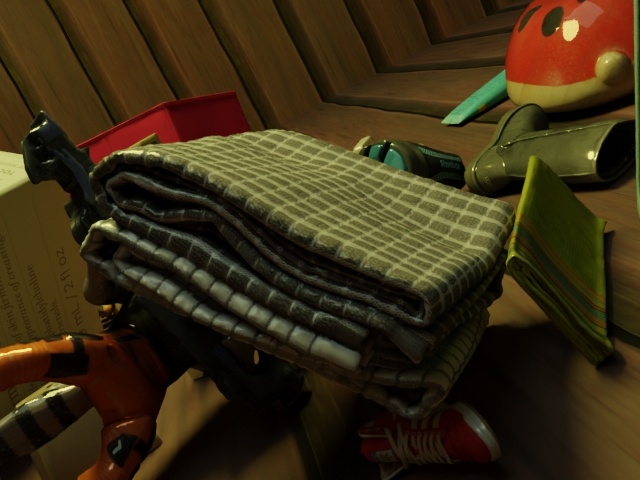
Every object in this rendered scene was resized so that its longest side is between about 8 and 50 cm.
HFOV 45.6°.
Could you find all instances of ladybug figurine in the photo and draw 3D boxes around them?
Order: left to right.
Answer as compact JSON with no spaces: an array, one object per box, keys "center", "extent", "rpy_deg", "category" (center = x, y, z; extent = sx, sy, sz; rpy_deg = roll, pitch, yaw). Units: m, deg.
[{"center":[0.435,-0.333,1.230],"extent":[0.305,0.161,0.449],"rpy_deg":[-23,16,16],"category":"ladybug figurine"}]

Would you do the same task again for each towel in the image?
[{"center":[0.000,0.000,0.591],"extent":[0.284,0.121,0.235],"rpy_deg":[23,18,19],"category":"towel"},{"center":[0.201,0.001,0.627],"extent":[0.021,0.102,0.237],"rpy_deg":[-39,7,30],"category":"towel"}]

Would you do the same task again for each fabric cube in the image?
[{"center":[-0.250,-0.082,1.311],"extent":[0.259,0.258,0.254],"rpy_deg":[-20,8,25],"category":"fabric cube"}]

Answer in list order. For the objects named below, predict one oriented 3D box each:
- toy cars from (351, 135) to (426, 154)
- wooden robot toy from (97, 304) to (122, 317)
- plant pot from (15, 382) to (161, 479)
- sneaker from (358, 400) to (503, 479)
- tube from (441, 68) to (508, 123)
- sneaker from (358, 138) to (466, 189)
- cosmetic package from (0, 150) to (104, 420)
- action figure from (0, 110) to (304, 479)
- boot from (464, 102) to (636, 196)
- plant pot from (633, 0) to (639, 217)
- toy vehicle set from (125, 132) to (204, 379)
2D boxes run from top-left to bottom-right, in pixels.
[{"center":[0.045,-0.134,1.380],"extent":[0.176,0.087,0.394],"rpy_deg":[-32,16,-20],"category":"toy cars"},{"center":[-0.361,0.119,1.322],"extent":[0.079,0.076,0.173],"rpy_deg":[7,13,-7],"category":"wooden robot toy"},{"center":[-0.246,0.190,0.774],"extent":[0.109,0.096,0.109],"rpy_deg":[-36,17,-27],"category":"plant pot"},{"center":[0.068,0.137,0.513],"extent":[0.067,0.042,0.118],"rpy_deg":[-28,7,-17],"category":"sneaker"},{"center":[0.332,-0.286,1.483],"extent":[0.207,0.052,0.080],"rpy_deg":[-34,11,-7],"category":"tube"},{"center":[0.063,-0.060,1.113],"extent":[0.140,0.125,0.341],"rpy_deg":[-4,-4,-34],"category":"sneaker"},{"center":[-0.546,0.099,0.966],"extent":[0.327,0.329,0.393],"rpy_deg":[12,34,26],"category":"cosmetic package"},{"center":[-0.201,0.070,0.693],"extent":[0.330,0.341,0.178],"rpy_deg":[-40,6,-37],"category":"action figure"},{"center":[0.297,-0.125,0.939],"extent":[0.189,0.076,0.208],"rpy_deg":[-52,18,-27],"category":"boot"},{"center":[0.347,-0.099,0.473],"extent":[0.252,0.247,0.247],"rpy_deg":[-4,21,14],"category":"plant pot"},{"center":[-0.177,0.014,0.918],"extent":[0.035,0.266,0.166],"rpy_deg":[-23,16,21],"category":"toy vehicle set"}]
